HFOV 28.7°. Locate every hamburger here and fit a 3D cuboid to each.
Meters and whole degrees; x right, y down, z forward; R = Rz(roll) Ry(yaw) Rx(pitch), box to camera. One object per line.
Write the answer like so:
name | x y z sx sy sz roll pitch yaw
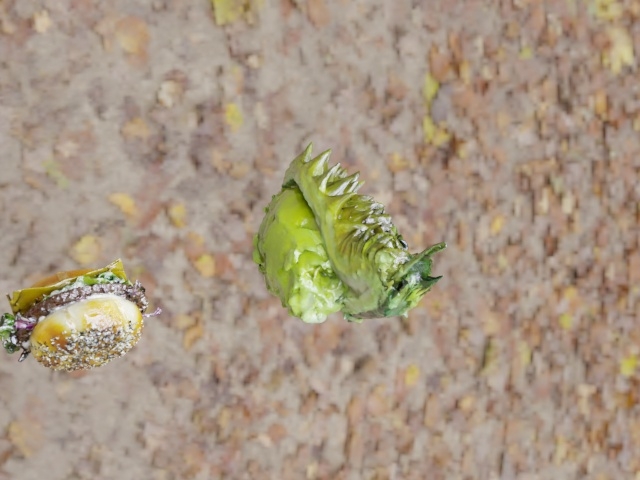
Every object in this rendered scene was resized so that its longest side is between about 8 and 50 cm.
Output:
hamburger | -0.292 0.101 1.504 0.164 0.189 0.093 69 3 -63

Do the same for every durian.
durian | 0.007 -0.001 0.987 0.106 0.375 0.132 24 91 -13
